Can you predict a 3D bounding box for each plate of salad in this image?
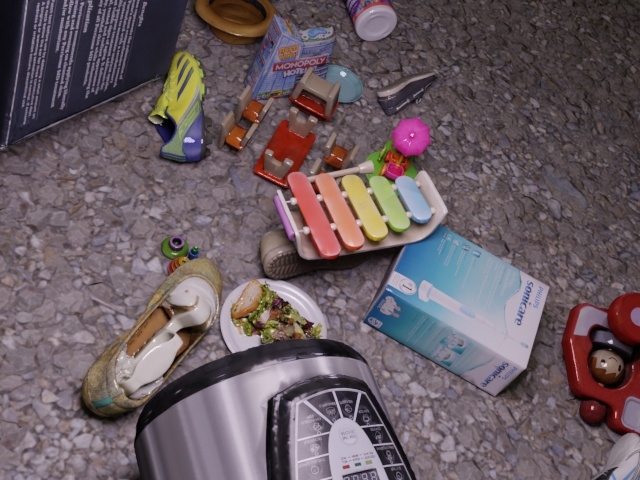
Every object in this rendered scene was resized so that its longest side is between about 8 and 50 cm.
[{"bbox_3d":[-0.080,0.148,1.460,0.199,0.048,0.200,11,52,-15],"label":"plate of salad"}]

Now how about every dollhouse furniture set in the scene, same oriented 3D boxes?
[{"bbox_3d":[-0.051,-0.224,1.718,0.262,0.135,0.259,28,61,0],"label":"dollhouse furniture set"}]

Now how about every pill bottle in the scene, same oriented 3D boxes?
[{"bbox_3d":[0.115,-0.606,2.049,0.108,0.108,0.194,-3,56,-23],"label":"pill bottle"}]

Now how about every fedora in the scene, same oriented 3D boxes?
[{"bbox_3d":[-0.195,-0.507,1.873,0.194,0.079,0.194,7,51,-9],"label":"fedora"}]

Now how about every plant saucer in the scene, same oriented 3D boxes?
[{"bbox_3d":[0.040,-0.359,1.895,0.119,0.021,0.119,10,53,-14],"label":"plant saucer"}]

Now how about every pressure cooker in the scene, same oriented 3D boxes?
[{"bbox_3d":[-0.033,0.388,1.104,0.369,0.375,0.420,-25,61,9],"label":"pressure cooker"}]

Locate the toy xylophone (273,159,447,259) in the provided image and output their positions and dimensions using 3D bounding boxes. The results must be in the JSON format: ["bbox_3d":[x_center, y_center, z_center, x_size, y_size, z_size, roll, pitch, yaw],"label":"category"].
[{"bbox_3d":[0.058,-0.069,1.517,0.322,0.081,0.236,-16,55,-25],"label":"toy xylophone"}]

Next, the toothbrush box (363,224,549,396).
[{"bbox_3d":[0.264,0.121,1.565,0.295,0.126,0.216,28,49,1],"label":"toothbrush box"}]

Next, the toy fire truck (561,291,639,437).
[{"bbox_3d":[0.615,0.260,1.597,0.302,0.169,0.254,23,69,-3],"label":"toy fire truck"}]

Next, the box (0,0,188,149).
[{"bbox_3d":[-0.565,-0.463,1.468,0.479,0.297,0.472,31,33,10],"label":"box"}]

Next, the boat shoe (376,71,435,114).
[{"bbox_3d":[0.209,-0.355,1.950,0.206,0.075,0.065,-31,114,-41],"label":"boat shoe"}]

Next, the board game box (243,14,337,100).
[{"bbox_3d":[-0.058,-0.399,1.759,0.194,0.194,0.060,-12,61,-19],"label":"board game box"}]

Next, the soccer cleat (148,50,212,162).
[{"bbox_3d":[-0.293,-0.282,1.663,0.121,0.093,0.289,-3,56,-16],"label":"soccer cleat"}]

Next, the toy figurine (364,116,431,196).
[{"bbox_3d":[0.186,-0.205,1.752,0.130,0.159,0.173,25,50,-3],"label":"toy figurine"}]

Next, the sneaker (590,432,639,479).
[{"bbox_3d":[0.532,0.444,1.467,0.237,0.085,0.086,-35,81,-33],"label":"sneaker"}]

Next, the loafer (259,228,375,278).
[{"bbox_3d":[0.000,0.000,1.564,0.268,0.102,0.092,-9,48,-32],"label":"loafer"}]

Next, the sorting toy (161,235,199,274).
[{"bbox_3d":[-0.252,0.025,1.485,0.061,0.042,0.102,-6,58,-25],"label":"sorting toy"}]

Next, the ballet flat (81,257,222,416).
[{"bbox_3d":[-0.247,0.150,1.342,0.123,0.123,0.348,35,51,5],"label":"ballet flat"}]
